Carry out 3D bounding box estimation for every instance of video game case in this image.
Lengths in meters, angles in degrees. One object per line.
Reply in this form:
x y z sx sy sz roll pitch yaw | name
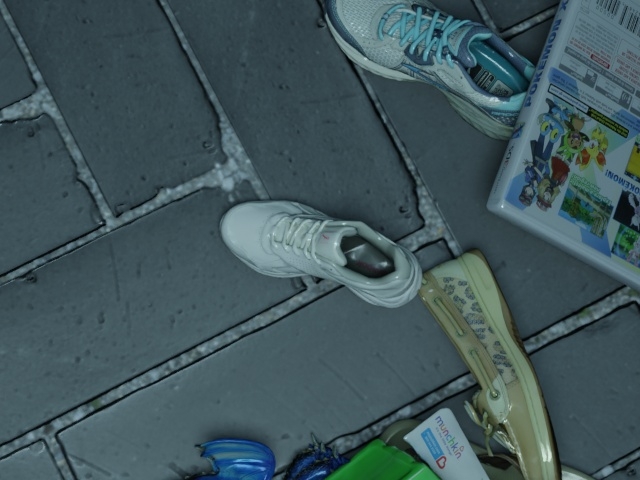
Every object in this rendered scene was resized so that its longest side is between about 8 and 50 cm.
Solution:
0.365 -0.103 1.534 0.329 0.036 0.300 27 77 -24 | video game case

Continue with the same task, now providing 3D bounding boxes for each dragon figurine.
-0.096 0.254 1.447 0.289 0.085 0.144 15 77 -9 | dragon figurine

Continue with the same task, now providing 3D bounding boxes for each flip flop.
0.192 0.270 1.483 0.277 0.080 0.112 23 78 -2 | flip flop

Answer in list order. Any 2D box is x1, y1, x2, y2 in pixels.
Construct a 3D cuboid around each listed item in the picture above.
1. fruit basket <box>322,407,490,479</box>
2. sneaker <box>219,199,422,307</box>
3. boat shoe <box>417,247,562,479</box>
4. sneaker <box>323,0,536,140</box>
0.079 0.396 1.403 0.327 0.165 0.353 -37 118 -17 | fruit basket
0.000 0.000 1.480 0.232 0.115 0.090 14 78 6 | sneaker
0.183 0.146 1.477 0.089 0.105 0.285 -20 57 3 | boat shoe
0.139 -0.224 1.539 0.283 0.122 0.110 28 77 -2 | sneaker
